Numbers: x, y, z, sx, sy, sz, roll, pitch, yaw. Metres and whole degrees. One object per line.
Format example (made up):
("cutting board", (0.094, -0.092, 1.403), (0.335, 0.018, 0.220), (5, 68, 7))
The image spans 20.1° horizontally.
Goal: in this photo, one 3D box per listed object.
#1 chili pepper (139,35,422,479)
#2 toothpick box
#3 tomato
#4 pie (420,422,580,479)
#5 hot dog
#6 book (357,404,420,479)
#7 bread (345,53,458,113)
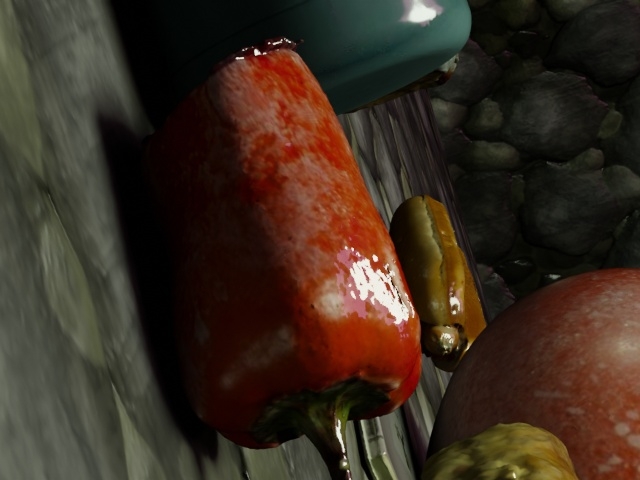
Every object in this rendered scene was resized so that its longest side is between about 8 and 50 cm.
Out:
("chili pepper", (-0.008, 0.027, 0.595), (0.086, 0.084, 0.192), (20, 46, -60))
("toothpick box", (-0.027, -0.139, 0.712), (0.120, 0.120, 0.184), (-1, 67, -83))
("tomato", (0.175, 0.151, 1.094), (0.270, 0.227, 0.270), (174, -90, -71))
("pie", (0.124, 0.238, 0.823), (0.339, 0.083, 0.339), (-18, 90, -84))
("hot dog", (0.086, 0.035, 1.392), (0.236, 0.062, 0.092), (-94, 166, -71))
("book", (0.035, 0.094, 1.044), (0.182, 0.014, 0.127), (-100, 170, -46))
("bread", (-0.004, -0.196, 1.049), (0.416, 0.113, 0.165), (35, 36, -77))
